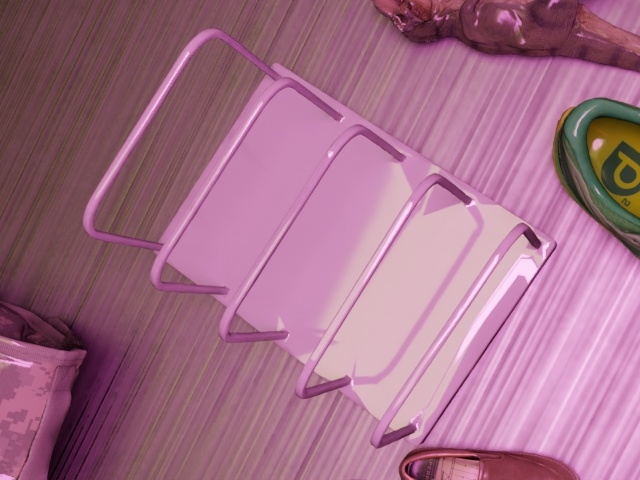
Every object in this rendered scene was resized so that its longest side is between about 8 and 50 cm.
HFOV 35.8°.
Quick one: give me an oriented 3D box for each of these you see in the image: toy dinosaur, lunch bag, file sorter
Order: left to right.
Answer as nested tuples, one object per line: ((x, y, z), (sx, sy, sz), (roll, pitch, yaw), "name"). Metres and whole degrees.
((-0.335, 0.149, 0.819), (0.287, 0.169, 0.235), (21, 91, 21), "lunch bag")
((0.000, 0.000, 0.735), (0.277, 0.173, 0.193), (35, 95, 16), "file sorter")
((0.179, -0.188, 0.762), (0.268, 0.064, 0.118), (16, 96, 15), "toy dinosaur")

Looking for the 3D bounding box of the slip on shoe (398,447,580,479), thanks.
((0.125, 0.179, 0.744), (0.135, 0.041, 0.051), (7, 73, 17), "slip on shoe")

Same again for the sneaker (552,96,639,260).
((0.274, 0.004, 0.673), (0.295, 0.123, 0.109), (38, 98, 21), "sneaker")
